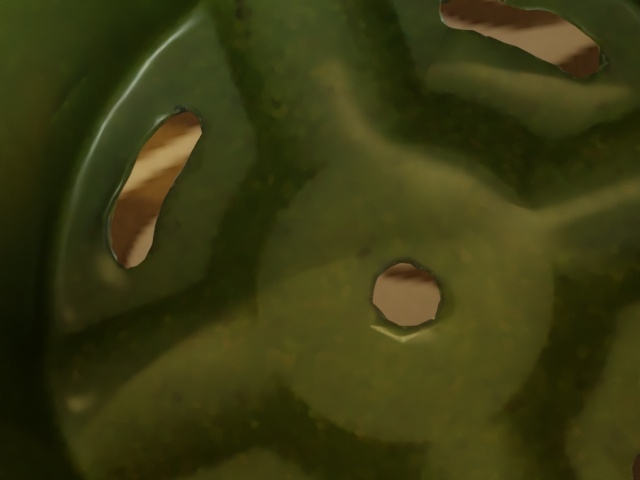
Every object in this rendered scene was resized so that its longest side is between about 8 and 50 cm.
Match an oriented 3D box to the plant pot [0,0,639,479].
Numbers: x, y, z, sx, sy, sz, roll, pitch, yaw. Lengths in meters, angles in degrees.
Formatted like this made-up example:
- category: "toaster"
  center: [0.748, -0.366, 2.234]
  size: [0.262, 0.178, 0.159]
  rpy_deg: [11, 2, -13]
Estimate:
- category: "plant pot"
  center: [0.000, 0.000, 0.335]
  size: [0.276, 0.276, 0.254]
  rpy_deg: [-7, -7, 8]
